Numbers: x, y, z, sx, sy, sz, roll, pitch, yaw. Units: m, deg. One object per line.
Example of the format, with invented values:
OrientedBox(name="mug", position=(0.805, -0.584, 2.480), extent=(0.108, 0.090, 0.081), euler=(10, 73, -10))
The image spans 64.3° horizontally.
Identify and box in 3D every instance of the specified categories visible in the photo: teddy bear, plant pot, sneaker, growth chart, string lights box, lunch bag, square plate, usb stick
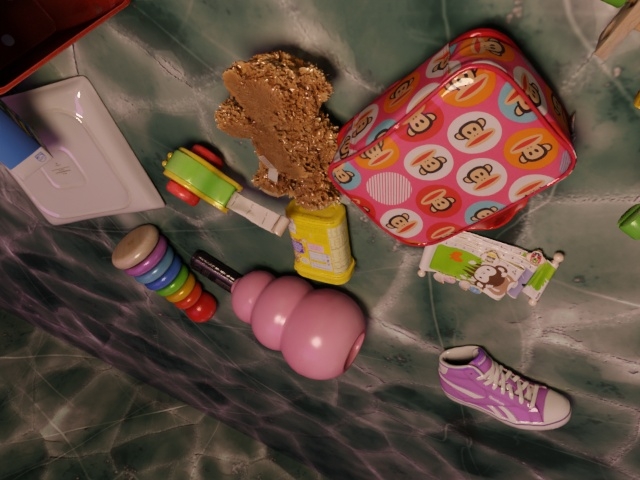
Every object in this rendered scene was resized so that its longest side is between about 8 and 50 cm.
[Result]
OrientedBox(name="teddy bear", position=(-0.050, -0.174, 0.847), extent=(0.245, 0.113, 0.338), euler=(13, 148, 33))
OrientedBox(name="plant pot", position=(-0.511, -0.387, 0.785), extent=(0.235, 0.267, 0.267), euler=(4, 138, 53))
OrientedBox(name="sneaker", position=(0.389, 0.311, 1.100), extent=(0.282, 0.102, 0.161), euler=(7, 134, 28))
OrientedBox(name="growth chart", position=(0.295, 0.049, 0.923), extent=(0.237, 0.021, 0.172), euler=(16, 142, 20))
OrientedBox(name="string lights box", position=(-0.628, -0.240, 0.929), extent=(0.133, 0.076, 0.260), euler=(41, 168, 35))
OrientedBox(name="lunch bag", position=(0.185, -0.109, 0.702), extent=(0.258, 0.120, 0.293), euler=(38, 135, -24))
OrientedBox(name="square plate", position=(-0.584, -0.174, 1.160), extent=(0.347, 0.049, 0.344), euler=(-7, 131, 17))
OrientedBox(name="usb stick", position=(-0.216, 0.119, 1.332), extent=(0.278, 0.045, 0.077), euler=(33, 150, -4))

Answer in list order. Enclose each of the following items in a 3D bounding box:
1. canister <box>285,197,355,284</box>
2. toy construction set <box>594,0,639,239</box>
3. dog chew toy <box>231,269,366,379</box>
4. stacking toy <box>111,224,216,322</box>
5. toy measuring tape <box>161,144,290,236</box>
OrientedBox(name="canister", position=(0.000, 0.000, 1.023), extent=(0.126, 0.073, 0.170), euler=(13, 139, 22))
OrientedBox(name="toy construction set", position=(0.353, -0.160, 0.427), extent=(0.237, 0.257, 0.309), euler=(36, 178, 3))
OrientedBox(name="dog chew toy", position=(-0.064, 0.176, 1.179), extent=(0.331, 0.207, 0.207), euler=(26, 144, 19))
OrientedBox(name="stacking toy", position=(-0.401, 0.113, 1.387), extent=(0.141, 0.141, 0.330), euler=(-5, 135, 38))
OrientedBox(name="toy measuring tape", position=(-0.201, -0.102, 0.962), extent=(0.330, 0.121, 0.121), euler=(30, 148, 33))
